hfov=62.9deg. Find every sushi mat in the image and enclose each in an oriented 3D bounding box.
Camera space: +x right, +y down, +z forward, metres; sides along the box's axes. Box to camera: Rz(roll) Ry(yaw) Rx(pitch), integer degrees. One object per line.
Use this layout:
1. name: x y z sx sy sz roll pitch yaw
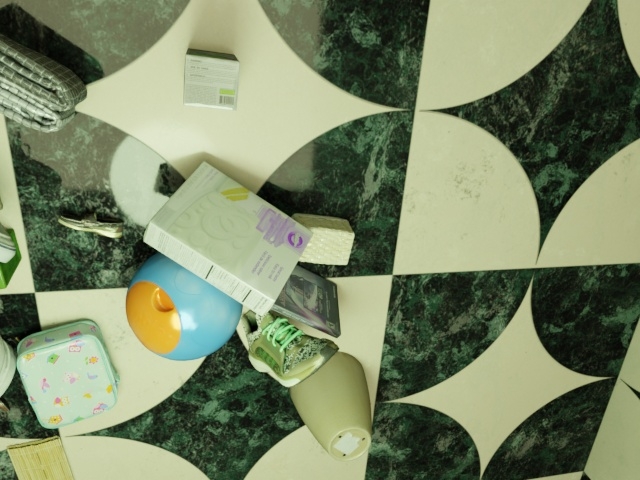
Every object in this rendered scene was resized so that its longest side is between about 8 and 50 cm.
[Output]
1. sushi mat: -0.845 0.739 1.616 0.151 0.019 0.316 -8 116 -12

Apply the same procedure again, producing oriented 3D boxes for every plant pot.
1. plant pot: 0.052 0.526 1.603 0.256 0.274 0.256 -5 116 -11

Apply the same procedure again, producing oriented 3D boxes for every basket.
1. basket: 0.000 0.000 1.444 0.167 0.103 0.113 6 111 -16

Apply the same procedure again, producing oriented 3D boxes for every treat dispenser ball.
1. treat dispenser ball: -0.341 0.158 1.326 0.288 0.288 0.288 -5 115 -12

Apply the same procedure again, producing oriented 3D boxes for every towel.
1. towel: -0.627 -0.346 1.055 0.284 0.235 0.121 32 100 -25

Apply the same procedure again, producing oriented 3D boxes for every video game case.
1. video game case: -0.063 0.142 1.444 0.274 0.196 0.026 29 123 -24

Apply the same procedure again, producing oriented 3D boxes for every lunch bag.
1. lunch bag: -0.678 0.365 1.428 0.224 0.108 0.279 -17 121 -23

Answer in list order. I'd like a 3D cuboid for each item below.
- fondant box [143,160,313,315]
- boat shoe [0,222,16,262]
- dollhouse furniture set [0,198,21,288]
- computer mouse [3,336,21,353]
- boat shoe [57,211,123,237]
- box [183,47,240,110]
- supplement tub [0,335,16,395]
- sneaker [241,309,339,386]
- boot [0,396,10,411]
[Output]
1. fondant box: -0.211 -0.009 1.257 0.330 0.238 0.096 34 139 -6
2. boat shoe: -0.761 -0.113 1.108 0.367 0.136 0.156 37 80 8
3. dollhouse furniture set: -0.836 -0.043 1.185 0.197 0.151 0.301 -6 115 -11
4. computer mouse: -0.877 0.338 1.411 0.193 0.042 0.106 -28 119 -1
5. boat shoe: -0.571 -0.048 1.309 0.152 0.056 0.049 14 105 -30
6. box: -0.244 -0.360 1.161 0.114 0.203 0.103 3 113 -14
7. supplement tub: -0.901 0.265 1.208 0.235 0.235 0.325 -23 148 -3
8. sneaker: -0.114 0.266 1.405 0.158 0.410 0.182 -39 107 -31
9. boot: -0.937 0.469 1.439 0.114 0.037 0.106 -44 105 -18
